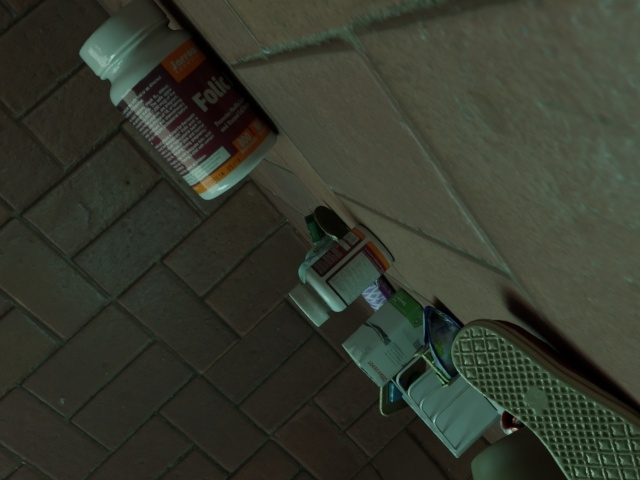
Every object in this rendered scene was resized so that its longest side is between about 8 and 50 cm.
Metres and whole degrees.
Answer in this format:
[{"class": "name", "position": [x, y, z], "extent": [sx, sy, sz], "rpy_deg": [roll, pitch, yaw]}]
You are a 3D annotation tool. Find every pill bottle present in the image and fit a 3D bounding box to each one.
[{"class": "pill bottle", "position": [-0.297, -0.299, 1.218], "extent": [0.392, 0.224, 0.224], "rpy_deg": [49, 176, -19]}, {"class": "pill bottle", "position": [0.044, 0.079, 1.258], "extent": [0.121, 0.221, 0.121], "rpy_deg": [48, 176, 4]}]

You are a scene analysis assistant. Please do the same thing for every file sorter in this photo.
[{"class": "file sorter", "position": [0.337, 0.410, 1.591], "extent": [0.173, 0.193, 0.278], "rpy_deg": [53, 174, -29]}]

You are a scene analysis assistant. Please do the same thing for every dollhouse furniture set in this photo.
[{"class": "dollhouse furniture set", "position": [0.326, 0.311, 1.361], "extent": [0.182, 0.101, 0.161], "rpy_deg": [47, 176, 8]}]

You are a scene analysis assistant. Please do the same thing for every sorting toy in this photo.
[{"class": "sorting toy", "position": [0.300, 0.405, 1.794], "extent": [0.041, 0.307, 0.229], "rpy_deg": [3, 97, 48]}]

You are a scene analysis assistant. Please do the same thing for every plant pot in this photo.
[{"class": "plant pot", "position": [0.403, 0.469, 0.954], "extent": [0.323, 0.323, 0.280], "rpy_deg": [53, -171, -53]}]

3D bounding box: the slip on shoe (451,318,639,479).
[{"class": "slip on shoe", "position": [0.312, 0.212, 0.696], "extent": [0.331, 0.123, 0.101], "rpy_deg": [41, -154, 23]}]

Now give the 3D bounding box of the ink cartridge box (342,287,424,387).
[{"class": "ink cartridge box", "position": [0.185, 0.260, 1.506], "extent": [0.092, 0.219, 0.160], "rpy_deg": [43, 174, 45]}]

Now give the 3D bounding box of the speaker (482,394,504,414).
[{"class": "speaker", "position": [0.379, 0.324, 1.278], "extent": [0.136, 0.055, 0.055], "rpy_deg": [48, 176, -8]}]

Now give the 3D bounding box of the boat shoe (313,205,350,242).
[{"class": "boat shoe", "position": [0.040, -0.026, 1.470], "extent": [0.152, 0.056, 0.049], "rpy_deg": [47, 171, 5]}]

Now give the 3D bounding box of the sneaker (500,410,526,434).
[{"class": "sneaker", "position": [0.463, 0.429, 1.143], "extent": [0.145, 0.090, 0.270], "rpy_deg": [46, 179, -16]}]

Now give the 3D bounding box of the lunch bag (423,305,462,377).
[{"class": "lunch bag", "position": [0.262, 0.209, 1.201], "extent": [0.151, 0.096, 0.129], "rpy_deg": [61, -178, 16]}]

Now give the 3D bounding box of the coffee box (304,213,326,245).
[{"class": "coffee box", "position": [0.000, 0.000, 1.940], "extent": [0.184, 0.040, 0.113], "rpy_deg": [59, -170, -61]}]

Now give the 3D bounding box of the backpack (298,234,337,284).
[{"class": "backpack", "position": [0.028, 0.088, 1.735], "extent": [0.166, 0.188, 0.144], "rpy_deg": [50, 175, -39]}]

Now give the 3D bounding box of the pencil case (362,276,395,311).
[{"class": "pencil case", "position": [0.171, 0.151, 1.645], "extent": [0.088, 0.086, 0.206], "rpy_deg": [2, 143, 44]}]
